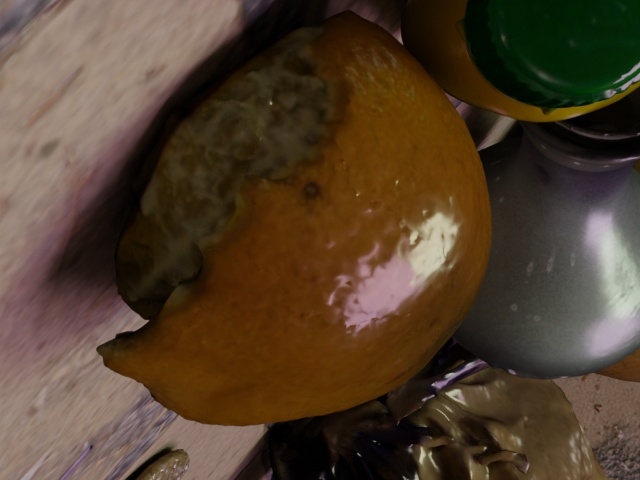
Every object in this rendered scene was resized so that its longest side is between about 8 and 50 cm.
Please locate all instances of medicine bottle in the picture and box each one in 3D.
[{"bbox_3d":[0.073,-0.071,0.473,0.260,0.095,0.064,-53,148,-83],"label":"medicine bottle"}]

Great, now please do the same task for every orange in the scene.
[{"bbox_3d":[0.000,0.000,0.491,0.170,0.112,0.160,-57,177,-42],"label":"orange"}]

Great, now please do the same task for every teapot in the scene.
[{"bbox_3d":[0.158,-0.032,0.926,0.183,0.183,0.251,-45,158,-28],"label":"teapot"}]

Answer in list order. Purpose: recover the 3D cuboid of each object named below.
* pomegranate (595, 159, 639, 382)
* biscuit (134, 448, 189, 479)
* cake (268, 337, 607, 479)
[{"bbox_3d":[0.295,-0.020,1.191,0.319,0.319,0.319,-48,170,-11],"label":"pomegranate"},{"bbox_3d":[-0.120,0.170,0.855,0.120,0.015,0.120,-47,169,-12],"label":"biscuit"},{"bbox_3d":[0.081,0.208,1.291,0.332,0.332,0.321,-47,132,-17],"label":"cake"}]
